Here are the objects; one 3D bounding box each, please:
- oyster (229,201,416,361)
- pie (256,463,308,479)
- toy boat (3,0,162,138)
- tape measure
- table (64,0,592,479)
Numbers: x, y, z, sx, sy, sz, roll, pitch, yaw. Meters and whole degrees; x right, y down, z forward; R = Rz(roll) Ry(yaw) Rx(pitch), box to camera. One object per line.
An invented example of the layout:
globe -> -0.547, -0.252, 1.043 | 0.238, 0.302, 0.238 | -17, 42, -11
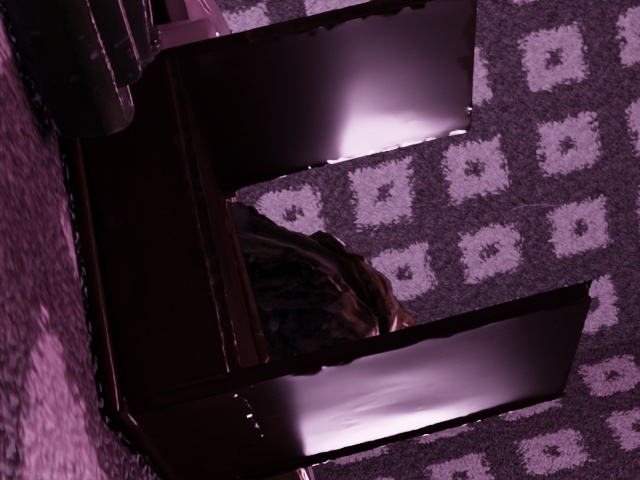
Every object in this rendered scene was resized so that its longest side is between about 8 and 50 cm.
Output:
oyster -> -0.022, 0.068, 0.998 | 0.162, 0.158, 0.351 | 32, -3, -32
pie -> -0.043, 0.205, 0.913 | 0.193, 0.079, 0.163 | 113, -35, -64
toy boat -> -0.149, -0.187, 0.676 | 0.078, 0.085, 0.260 | -102, 178, -73
tape measure -> -0.128, -0.144, 1.018 | 0.236, 0.120, 0.197 | 93, -19, -73
table -> 0.000, 0.000, 0.796 | 0.196, 0.282, 0.250 | 78, -2, -62
